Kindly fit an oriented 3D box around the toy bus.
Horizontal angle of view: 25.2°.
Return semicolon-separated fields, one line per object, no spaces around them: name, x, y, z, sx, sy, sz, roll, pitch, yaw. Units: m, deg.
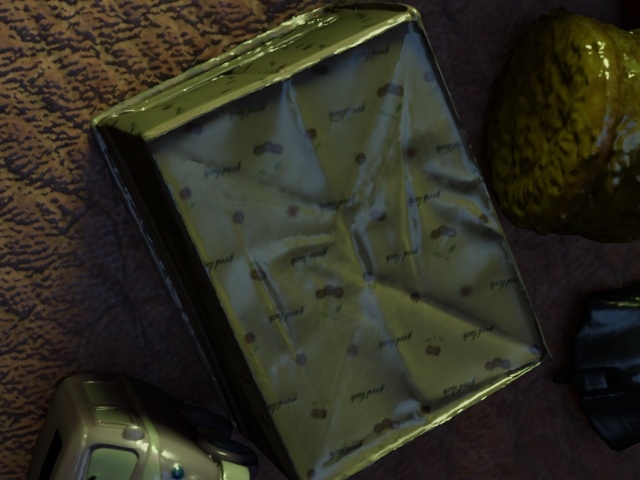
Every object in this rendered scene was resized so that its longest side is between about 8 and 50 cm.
toy bus;-0.140;0.192;1.068;0.142;0.202;0.142;19;94;-18

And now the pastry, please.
pastry;0.213;-0.088;1.139;0.103;0.189;0.189;11;97;-22

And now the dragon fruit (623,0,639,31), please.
dragon fruit;0.415;-0.186;1.147;0.302;0.330;0.240;33;68;-19

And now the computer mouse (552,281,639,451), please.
computer mouse;0.334;0.096;1.269;0.264;0.088;0.147;-16;103;-12

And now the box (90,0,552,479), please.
box;0.000;0.000;1.085;0.225;0.190;0.297;-27;108;-13
